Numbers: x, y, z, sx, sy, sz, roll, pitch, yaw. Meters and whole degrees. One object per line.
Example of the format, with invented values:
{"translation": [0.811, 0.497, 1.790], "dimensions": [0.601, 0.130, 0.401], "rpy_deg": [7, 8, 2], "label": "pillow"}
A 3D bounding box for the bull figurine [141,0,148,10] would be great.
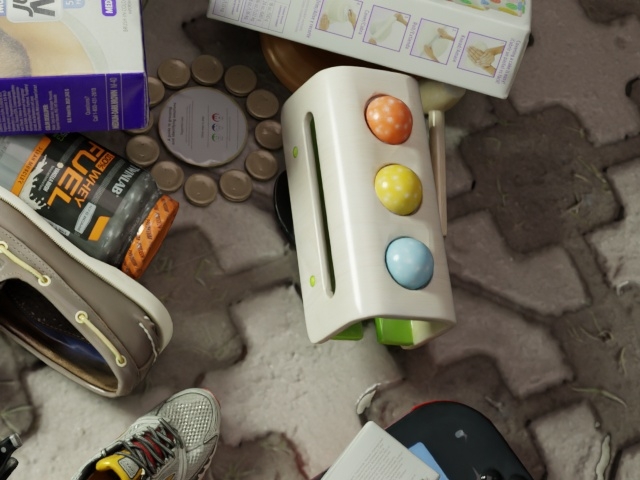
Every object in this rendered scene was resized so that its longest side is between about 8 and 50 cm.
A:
{"translation": [-0.292, -0.265, 1.855], "dimensions": [0.188, 0.101, 0.310], "rpy_deg": [28, 64, -4], "label": "bull figurine"}

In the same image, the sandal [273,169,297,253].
{"translation": [0.000, 0.000, 1.832], "dimensions": [0.067, 0.040, 0.179], "rpy_deg": [-11, 68, -18], "label": "sandal"}

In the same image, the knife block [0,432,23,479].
{"translation": [-0.382, 0.261, 1.503], "dimensions": [0.088, 0.242, 0.275], "rpy_deg": [40, 63, 8], "label": "knife block"}

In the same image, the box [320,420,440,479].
{"translation": [0.041, 0.244, 1.629], "dimensions": [0.087, 0.101, 0.102], "rpy_deg": [39, 63, 5], "label": "box"}

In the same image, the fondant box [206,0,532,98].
{"translation": [0.061, -0.288, 1.867], "dimensions": [0.330, 0.096, 0.238], "rpy_deg": [14, 35, -2], "label": "fondant box"}

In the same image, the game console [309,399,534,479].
{"translation": [0.089, 0.371, 1.670], "dimensions": [0.386, 0.060, 0.342], "rpy_deg": [-32, 76, -24], "label": "game console"}

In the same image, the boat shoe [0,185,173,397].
{"translation": [-0.302, 0.039, 1.692], "dimensions": [0.324, 0.116, 0.096], "rpy_deg": [33, 42, -2], "label": "boat shoe"}

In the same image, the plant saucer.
{"translation": [0.031, -0.237, 1.954], "dimensions": [0.200, 0.037, 0.200], "rpy_deg": [5, 65, -11], "label": "plant saucer"}

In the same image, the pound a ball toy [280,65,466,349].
{"translation": [0.087, -0.054, 1.801], "dimensions": [0.208, 0.136, 0.319], "rpy_deg": [6, 66, -30], "label": "pound a ball toy"}

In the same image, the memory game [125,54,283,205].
{"translation": [-0.127, -0.120, 1.875], "dimensions": [0.186, 0.012, 0.186], "rpy_deg": [5, 65, -11], "label": "memory game"}

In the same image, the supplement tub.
{"translation": [-0.246, -0.044, 1.751], "dimensions": [0.190, 0.117, 0.117], "rpy_deg": [28, 62, 1], "label": "supplement tub"}

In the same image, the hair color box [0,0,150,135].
{"translation": [-0.343, -0.203, 1.692], "dimensions": [0.339, 0.110, 0.185], "rpy_deg": [-4, 61, -6], "label": "hair color box"}

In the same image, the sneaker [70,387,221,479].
{"translation": [-0.174, 0.224, 1.655], "dimensions": [0.088, 0.092, 0.225], "rpy_deg": [41, 62, 7], "label": "sneaker"}
